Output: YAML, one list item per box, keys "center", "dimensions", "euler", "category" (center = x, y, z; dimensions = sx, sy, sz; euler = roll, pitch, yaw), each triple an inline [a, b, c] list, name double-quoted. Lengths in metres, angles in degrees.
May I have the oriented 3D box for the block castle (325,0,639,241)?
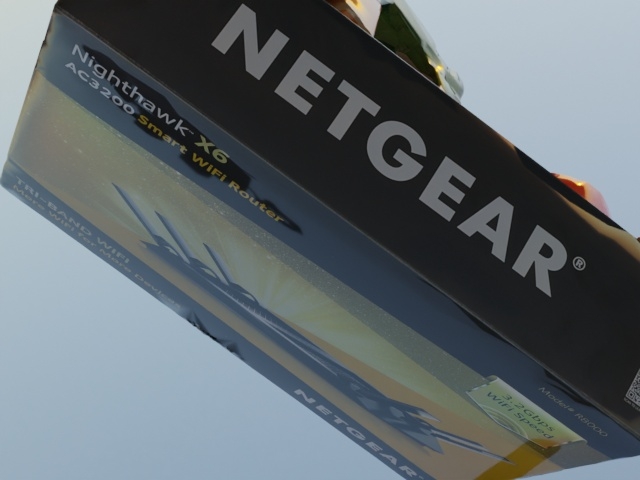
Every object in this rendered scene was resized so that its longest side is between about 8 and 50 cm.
- center: [0.122, -0.175, 0.741]
  dimensions: [0.303, 0.453, 0.213]
  euler: [-32, -160, 23]
  category: "block castle"

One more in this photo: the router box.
- center: [0.000, 0.000, 0.641]
  dimensions: [0.081, 0.309, 0.243]
  euler: [-56, -174, -23]
  category: "router box"
